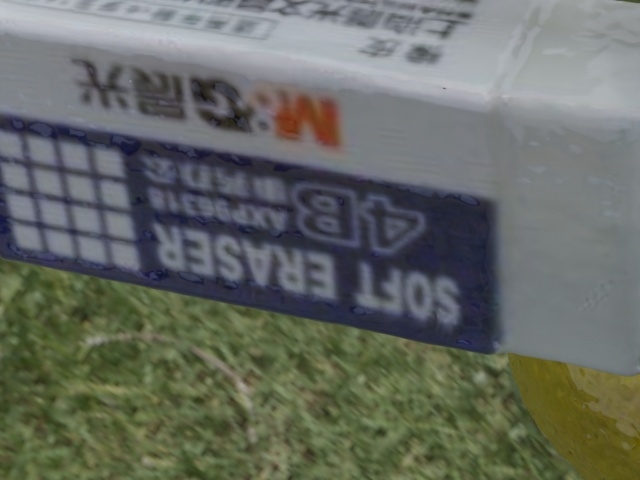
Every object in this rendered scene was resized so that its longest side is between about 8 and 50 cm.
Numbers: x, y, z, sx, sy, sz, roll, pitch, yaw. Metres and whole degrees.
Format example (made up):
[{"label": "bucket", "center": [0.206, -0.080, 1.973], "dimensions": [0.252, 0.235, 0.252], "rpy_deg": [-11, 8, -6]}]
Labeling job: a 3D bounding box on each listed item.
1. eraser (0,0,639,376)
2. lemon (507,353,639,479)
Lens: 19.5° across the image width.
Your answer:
[{"label": "eraser", "center": [-0.005, -0.039, 0.707], "dimensions": [0.279, 0.124, 0.081], "rpy_deg": [10, 41, 19]}, {"label": "lemon", "center": [0.242, 0.053, 1.198], "dimensions": [0.267, 0.267, 0.267], "rpy_deg": [-9, 66, 20]}]
